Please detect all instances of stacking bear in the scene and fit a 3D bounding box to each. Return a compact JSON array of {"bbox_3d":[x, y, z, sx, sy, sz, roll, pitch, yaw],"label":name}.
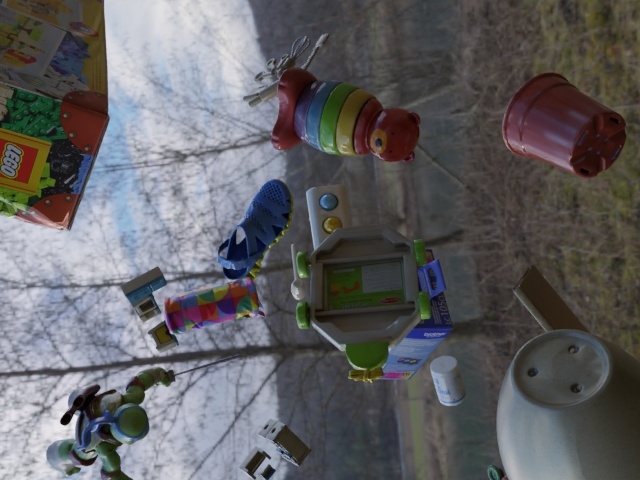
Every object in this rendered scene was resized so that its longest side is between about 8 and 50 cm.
[{"bbox_3d":[0.067,-0.244,1.415,0.164,0.289,0.175,-31,-44,-55],"label":"stacking bear"}]

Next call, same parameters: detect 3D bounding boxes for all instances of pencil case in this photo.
[{"bbox_3d":[-0.255,0.160,1.630,0.104,0.236,0.104,169,90,-79],"label":"pencil case"}]

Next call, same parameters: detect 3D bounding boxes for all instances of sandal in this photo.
[{"bbox_3d":[-0.181,-0.023,1.842,0.317,0.126,0.138,-64,-25,-1],"label":"sandal"}]

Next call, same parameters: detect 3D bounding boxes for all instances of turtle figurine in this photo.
[{"bbox_3d":[-0.287,0.304,1.059,0.274,0.266,0.198,-6,-97,-45],"label":"turtle figurine"}]

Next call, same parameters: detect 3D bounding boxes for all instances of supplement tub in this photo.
[{"bbox_3d":[0.314,0.345,1.673,0.071,0.071,0.107,-82,-25,-63],"label":"supplement tub"}]

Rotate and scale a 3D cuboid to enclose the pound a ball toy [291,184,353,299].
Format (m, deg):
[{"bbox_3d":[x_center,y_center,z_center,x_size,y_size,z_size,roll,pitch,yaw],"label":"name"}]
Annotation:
[{"bbox_3d":[0.000,0.000,2.032,0.136,0.208,0.319,88,175,-64],"label":"pound a ball toy"}]

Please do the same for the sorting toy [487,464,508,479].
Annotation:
[{"bbox_3d":[0.478,0.617,1.755,0.102,0.042,0.061,-150,55,-62],"label":"sorting toy"}]

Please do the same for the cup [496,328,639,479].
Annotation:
[{"bbox_3d":[0.451,0.294,1.201,0.331,0.331,0.237,-87,-27,-51],"label":"cup"}]

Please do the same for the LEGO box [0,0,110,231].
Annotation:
[{"bbox_3d":[-0.516,-0.264,0.979,0.193,0.372,0.500,-60,31,26],"label":"LEGO box"}]

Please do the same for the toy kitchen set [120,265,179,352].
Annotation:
[{"bbox_3d":[-0.473,0.209,1.997,0.166,0.122,0.207,55,165,24],"label":"toy kitchen set"}]

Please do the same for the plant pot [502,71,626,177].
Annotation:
[{"bbox_3d":[0.732,-0.327,2.015,0.265,0.272,0.272,48,154,51],"label":"plant pot"}]

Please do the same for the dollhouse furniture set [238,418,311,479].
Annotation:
[{"bbox_3d":[-0.153,0.684,2.155,0.129,0.184,0.129,48,158,-16],"label":"dollhouse furniture set"}]

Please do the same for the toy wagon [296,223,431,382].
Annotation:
[{"bbox_3d":[0.086,0.125,1.372,0.068,0.267,0.344,68,-162,-58],"label":"toy wagon"}]

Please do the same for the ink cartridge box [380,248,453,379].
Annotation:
[{"bbox_3d":[0.238,0.201,1.963,0.395,0.151,0.270,112,155,-52],"label":"ink cartridge box"}]

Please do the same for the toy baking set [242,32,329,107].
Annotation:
[{"bbox_3d":[-0.093,-0.433,1.706,0.030,0.256,0.197,45,-146,-35],"label":"toy baking set"}]

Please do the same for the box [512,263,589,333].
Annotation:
[{"bbox_3d":[0.503,0.156,1.474,0.201,0.021,0.164,51,-150,5],"label":"box"}]
